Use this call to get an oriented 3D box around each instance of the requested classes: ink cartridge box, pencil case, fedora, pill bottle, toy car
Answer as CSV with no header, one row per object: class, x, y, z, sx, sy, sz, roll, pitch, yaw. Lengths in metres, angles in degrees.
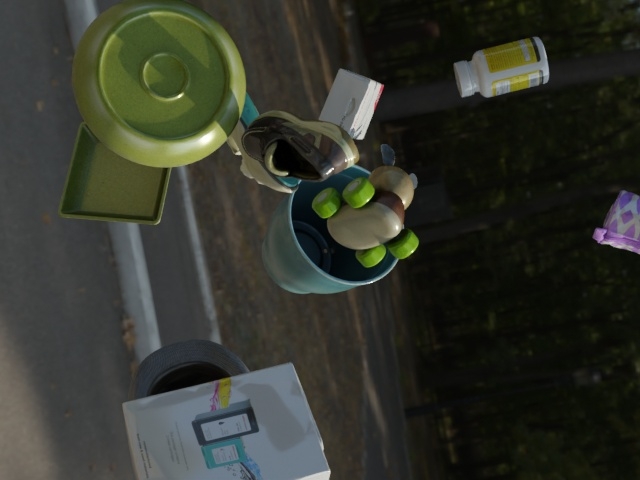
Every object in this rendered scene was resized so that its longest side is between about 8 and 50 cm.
ink cartridge box,0.054,-0.239,1.777,0.109,0.063,0.150,-67,170,9
ink cartridge box,-0.146,0.344,1.549,0.198,0.270,0.197,99,-25,-52
pencil case,0.483,0.005,1.368,0.088,0.206,0.086,-56,159,-31
fedora,-0.228,0.332,1.838,0.275,0.244,0.124,61,-25,22
pill bottle,0.239,-0.227,1.339,0.065,0.116,0.065,-13,90,-87
toy car,0.103,-0.078,1.751,0.155,0.149,0.188,48,50,-24

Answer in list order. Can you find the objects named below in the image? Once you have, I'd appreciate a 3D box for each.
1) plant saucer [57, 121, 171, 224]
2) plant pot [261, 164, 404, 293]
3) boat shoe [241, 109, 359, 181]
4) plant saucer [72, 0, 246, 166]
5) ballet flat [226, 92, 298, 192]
plant saucer,-0.352,-0.113,1.787,0.045,0.189,0.188,69,28,-67
plant pot,0.000,0.000,2.190,0.255,0.272,0.271,-34,-119,57
boat shoe,-0.045,-0.120,1.329,0.224,0.073,0.080,14,-46,49
plant saucer,-0.214,-0.222,1.372,0.037,0.241,0.240,166,-86,-71
ballet flat,-0.117,-0.162,1.768,0.248,0.086,0.086,62,-3,26
